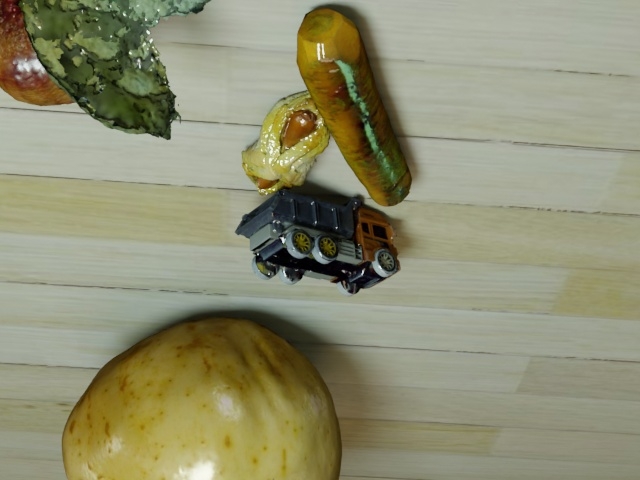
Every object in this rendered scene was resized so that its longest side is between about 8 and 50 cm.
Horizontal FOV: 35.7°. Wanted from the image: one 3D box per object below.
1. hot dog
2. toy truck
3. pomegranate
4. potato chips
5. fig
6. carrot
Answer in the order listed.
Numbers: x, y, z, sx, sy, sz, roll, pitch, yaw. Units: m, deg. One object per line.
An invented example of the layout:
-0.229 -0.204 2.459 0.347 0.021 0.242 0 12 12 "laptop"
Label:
-0.041 -0.092 1.083 0.078 0.061 0.169 15 140 -15 "hot dog"
0.000 0.000 1.157 0.192 0.092 0.083 13 149 -35 "toy truck"
-0.141 0.306 1.318 0.409 0.410 0.410 1 142 1 "pomegranate"
-0.160 -0.202 0.848 0.202 0.220 0.029 10 177 -30 "potato chips"
-0.236 -0.173 0.939 0.133 0.146 0.201 3 157 8 "fig"
0.040 -0.130 1.033 0.070 0.070 0.260 -11 142 16 "carrot"
